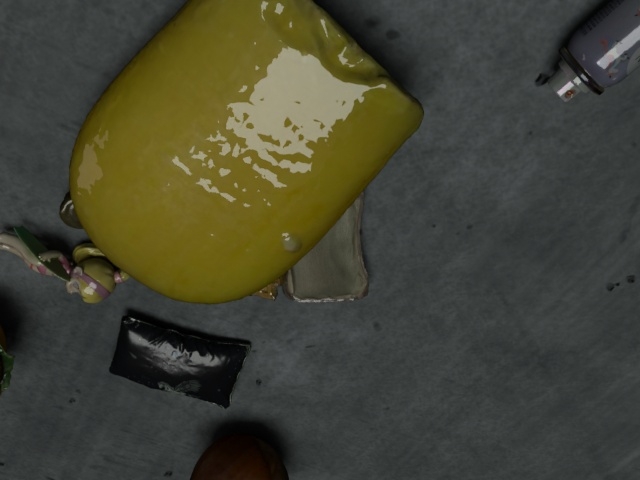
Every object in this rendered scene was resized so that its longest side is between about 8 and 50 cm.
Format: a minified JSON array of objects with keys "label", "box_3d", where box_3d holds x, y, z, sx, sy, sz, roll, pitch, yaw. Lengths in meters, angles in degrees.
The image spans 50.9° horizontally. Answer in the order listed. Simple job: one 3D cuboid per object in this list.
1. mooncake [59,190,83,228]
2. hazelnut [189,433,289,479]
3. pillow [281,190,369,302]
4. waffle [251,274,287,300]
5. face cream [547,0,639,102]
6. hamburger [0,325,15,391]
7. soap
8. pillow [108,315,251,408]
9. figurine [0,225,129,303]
[{"label":"mooncake","box_3d":[-0.468,-0.040,0.899,0.346,0.057,0.150,16,115,-6]},{"label":"hazelnut","box_3d":[-0.153,0.452,1.191,0.214,0.176,0.215,-18,118,-37]},{"label":"pillow","box_3d":[0.000,0.000,0.918,0.130,0.038,0.233,-2,128,8]},{"label":"waffle","box_3d":[-0.091,0.027,0.938,0.092,0.021,0.135,12,132,22]},{"label":"face cream","box_3d":[0.338,-0.233,0.695,0.075,0.075,0.229,34,123,-22]},{"label":"hamburger","box_3d":[-0.583,0.171,1.002,0.245,0.170,0.246,-7,133,-7]},{"label":"soap","box_3d":[-0.110,-0.095,0.792,0.306,0.115,0.427,40,116,-20]},{"label":"pillow","box_3d":[-0.229,0.198,1.082,0.208,0.055,0.141,16,119,-12]},{"label":"figurine","box_3d":[-0.364,0.028,0.951,0.187,0.083,0.083,22,127,1]}]
